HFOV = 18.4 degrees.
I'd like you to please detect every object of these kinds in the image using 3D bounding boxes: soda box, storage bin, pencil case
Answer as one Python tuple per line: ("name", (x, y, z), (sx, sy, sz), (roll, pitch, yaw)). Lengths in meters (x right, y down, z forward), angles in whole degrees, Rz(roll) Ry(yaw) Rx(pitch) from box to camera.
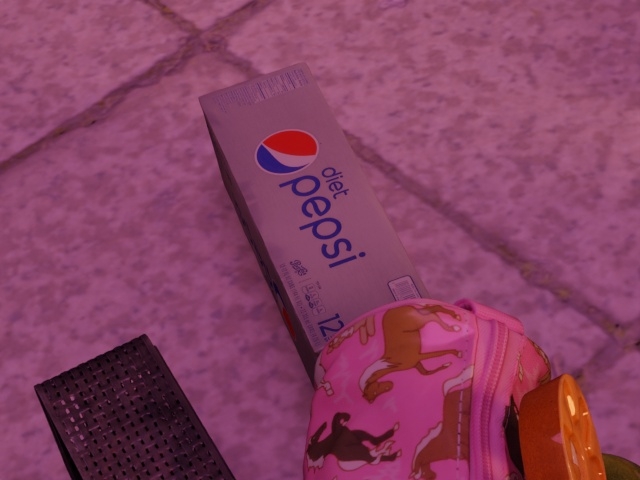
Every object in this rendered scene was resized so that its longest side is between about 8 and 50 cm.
("soda box", (0.000, 0.000, 1.426), (0.091, 0.098, 0.286), (-20, 45, -6))
("storage bin", (-0.106, 0.164, 1.271), (0.084, 0.122, 0.180), (-25, 46, -11))
("pencil case", (0.061, 0.210, 1.162), (0.167, 0.160, 0.386), (-12, 43, 15))

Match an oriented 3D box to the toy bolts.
("toy bolts", (0.222, 0.184, 1.129), (0.158, 0.218, 0.229), (-14, 51, 17))
